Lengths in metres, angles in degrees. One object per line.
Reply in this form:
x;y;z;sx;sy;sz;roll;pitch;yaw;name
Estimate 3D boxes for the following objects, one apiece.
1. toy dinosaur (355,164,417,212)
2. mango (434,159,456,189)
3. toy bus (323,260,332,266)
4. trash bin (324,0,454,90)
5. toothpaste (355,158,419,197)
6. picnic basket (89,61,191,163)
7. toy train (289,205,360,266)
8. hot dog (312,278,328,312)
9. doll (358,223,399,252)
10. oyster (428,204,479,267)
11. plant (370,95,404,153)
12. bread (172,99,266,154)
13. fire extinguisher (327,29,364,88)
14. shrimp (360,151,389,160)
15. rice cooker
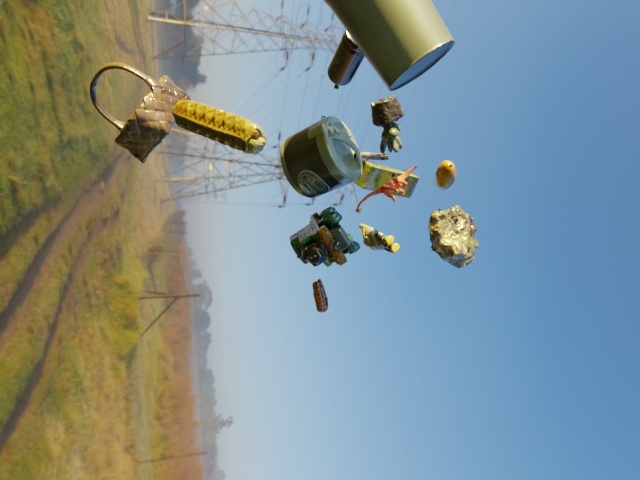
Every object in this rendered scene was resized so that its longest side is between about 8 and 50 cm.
0.255;-0.186;1.626;0.101;0.279;0.055;45;-11;43;toy dinosaur
0.520;-0.268;1.819;0.190;0.075;0.098;93;-24;-68;mango
0.019;0.083;1.957;0.037;0.083;0.031;-32;-147;19;toy bus
0.207;-0.733;1.388;0.432;0.280;0.280;56;-21;-2;trash bin
0.300;-0.274;1.953;0.077;0.327;0.110;43;-62;46;toothpaste
-0.706;-0.517;1.640;0.293;0.337;0.337;-33;-125;35;picnic basket
0.000;0.000;1.785;0.178;0.249;0.429;57;2;-14;toy train
0.001;0.236;1.857;0.038;0.062;0.144;-25;-110;49;hot dog
0.287;0.001;2.157;0.103;0.145;0.316;-64;-158;-3;doll
0.428;-0.025;1.387;0.092;0.259;0.198;-25;-138;53;oyster
0.345;-0.573;2.166;0.149;0.146;0.275;-131;-153;-71;plant
-0.282;-0.312;1.174;0.367;0.077;0.084;27;-34;34;bread
0.105;-0.735;1.764;0.337;0.114;0.135;138;-42;-69;fire extinguisher
0.289;-0.476;2.539;0.152;0.219;0.046;97;-7;-79;shrimp
0.013;-0.323;1.712;0.277;0.288;0.288;-18;-111;30;rice cooker
